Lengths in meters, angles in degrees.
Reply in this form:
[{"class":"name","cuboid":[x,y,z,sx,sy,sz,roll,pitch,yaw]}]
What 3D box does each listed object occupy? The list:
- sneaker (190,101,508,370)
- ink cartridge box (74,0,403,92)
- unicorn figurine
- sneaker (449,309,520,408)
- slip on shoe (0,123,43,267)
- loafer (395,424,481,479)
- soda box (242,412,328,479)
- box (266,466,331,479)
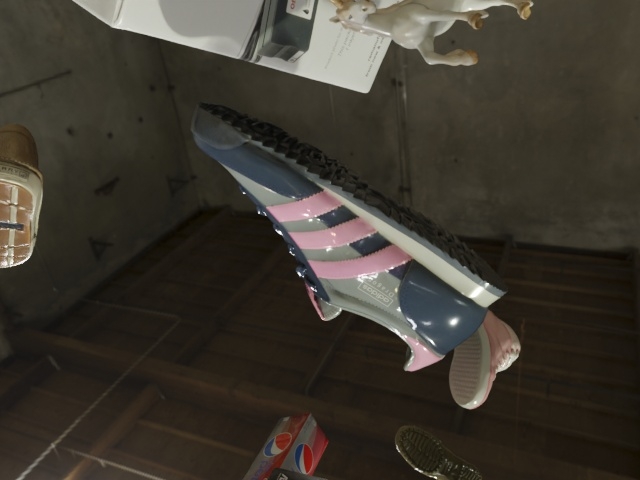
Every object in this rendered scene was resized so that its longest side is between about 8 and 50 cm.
[{"class":"sneaker","cuboid":[0.000,0.000,0.514,0.319,0.131,0.112,35,-161,5]},{"class":"ink cartridge box","cuboid":[-0.123,-0.337,0.710,0.394,0.166,0.285,-2,-148,-48]},{"class":"unicorn figurine","cuboid":[0.086,-0.178,0.440,0.161,0.060,0.111,-29,-137,-33]},{"class":"sneaker","cuboid":[0.169,0.119,0.569,0.070,0.051,0.134,33,-145,-11]},{"class":"slip on shoe","cuboid":[-0.202,-0.022,0.355,0.051,0.135,0.041,9,-119,-28]},{"class":"loafer","cuboid":[0.167,0.324,0.845,0.056,0.148,0.050,-54,-174,-15]},{"class":"soda box","cuboid":[-0.082,0.464,1.119,0.092,0.084,0.263,-20,-162,33]},{"class":"box","cuboid":[0.021,0.364,0.579,0.182,0.231,0.056,8,-166,12]}]
